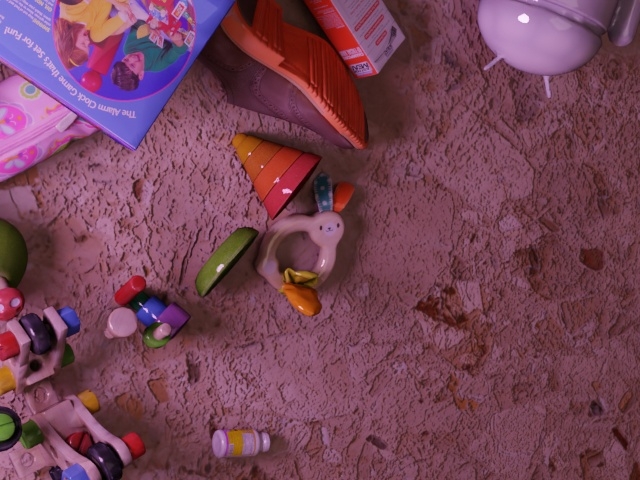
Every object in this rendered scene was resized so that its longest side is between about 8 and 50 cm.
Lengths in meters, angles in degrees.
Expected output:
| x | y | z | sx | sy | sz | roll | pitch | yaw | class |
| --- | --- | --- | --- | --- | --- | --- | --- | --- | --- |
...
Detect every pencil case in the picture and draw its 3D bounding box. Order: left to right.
| x | y | z | sx | sy | sz | roll | pitch | yaw | class |
| --- | --- | --- | --- | --- | --- | --- | --- | --- | --- |
| -0.417 | -0.140 | 1.732 | 0.284 | 0.124 | 0.124 | -31 | 114 | -16 | pencil case |

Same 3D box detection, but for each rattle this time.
| x | y | z | sx | sy | sz | roll | pitch | yaw | class |
| --- | --- | --- | --- | --- | --- | --- | --- | --- | --- |
| 0.000 | 0.000 | 1.972 | 0.130 | 0.143 | 0.199 | 43 | 87 | -10 | rattle |

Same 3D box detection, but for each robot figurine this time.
| x | y | z | sx | sy | sz | roll | pitch | yaw | class |
| --- | --- | --- | --- | --- | --- | --- | --- | --- | --- |
| 0.364 | -0.405 | 2.019 | 0.300 | 0.200 | 0.353 | 20 | 93 | -9 | robot figurine |

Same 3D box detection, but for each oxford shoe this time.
| x | y | z | sx | sy | sz | roll | pitch | yaw | class |
| --- | --- | --- | --- | --- | --- | --- | --- | --- | --- |
| -0.060 | -0.235 | 1.910 | 0.364 | 0.133 | 0.130 | 40 | 38 | -40 | oxford shoe |

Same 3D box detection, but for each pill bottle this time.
| x | y | z | sx | sy | sz | roll | pitch | yaw | class |
| --- | --- | --- | --- | --- | --- | --- | --- | --- | --- |
| -0.122 | 0.313 | 2.034 | 0.083 | 0.043 | 0.043 | 3 | 101 | -28 | pill bottle |

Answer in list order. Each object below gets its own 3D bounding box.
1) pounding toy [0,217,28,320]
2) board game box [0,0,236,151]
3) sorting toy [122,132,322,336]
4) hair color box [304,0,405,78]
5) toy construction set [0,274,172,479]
| x | y | z | sx | sy | sz | roll | pitch | yaw | class |
| --- | --- | --- | --- | --- | --- | --- | --- | --- | --- |
| -0.470 | 0.054 | 1.699 | 0.183 | 0.110 | 0.237 | -35 | 145 | 4 | pounding toy |
| -0.307 | -0.301 | 1.598 | 0.347 | 0.078 | 0.233 | 36 | 85 | -30 | board game box |
| -0.158 | -0.020 | 1.923 | 0.126 | 0.127 | 0.365 | 41 | 84 | 1 | sorting toy |
| 0.047 | -0.334 | 1.943 | 0.167 | 0.053 | 0.093 | 54 | 52 | -25 | hair color box |
| -0.350 | 0.203 | 1.826 | 0.257 | 0.237 | 0.308 | 39 | 64 | -9 | toy construction set |
